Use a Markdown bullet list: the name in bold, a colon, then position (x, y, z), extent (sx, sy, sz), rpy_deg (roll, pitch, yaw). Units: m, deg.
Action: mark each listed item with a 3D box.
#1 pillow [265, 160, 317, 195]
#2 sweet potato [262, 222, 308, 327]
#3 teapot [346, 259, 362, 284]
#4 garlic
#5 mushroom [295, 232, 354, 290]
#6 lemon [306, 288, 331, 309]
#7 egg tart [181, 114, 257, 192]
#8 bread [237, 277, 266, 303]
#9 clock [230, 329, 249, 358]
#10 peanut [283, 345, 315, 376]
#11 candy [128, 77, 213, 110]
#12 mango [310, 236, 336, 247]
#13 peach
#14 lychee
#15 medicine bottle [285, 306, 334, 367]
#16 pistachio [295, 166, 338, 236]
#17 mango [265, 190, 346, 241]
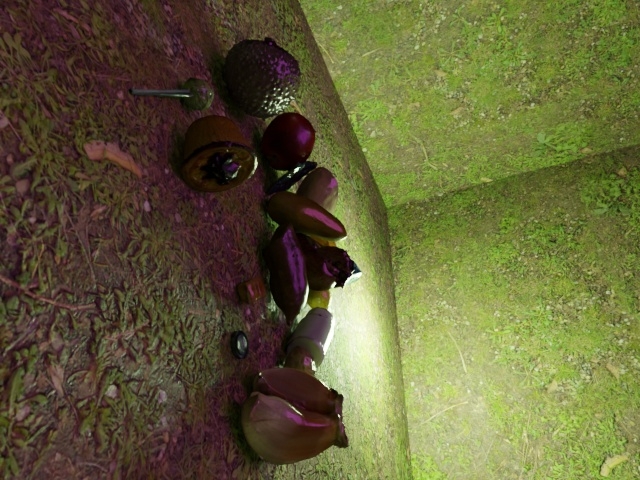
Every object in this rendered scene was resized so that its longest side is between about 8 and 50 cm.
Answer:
- **pillow**: position (-0.113, -0.257, 2.007), extent (0.034, 0.189, 0.255), rpy_deg (51, 19, 4)
- **sweet potato**: position (-0.115, 0.117, 1.762), extent (0.158, 0.158, 0.369), rpy_deg (8, 67, -72)
- **teapot**: position (0.117, 0.145, 2.491), extent (0.232, 0.159, 0.159), rpy_deg (88, -7, -75)
- **garlic**: position (-0.087, 0.498, 1.439), extent (0.249, 0.313, 0.286), rpy_deg (131, -30, -55)
- **mushroom**: position (-0.010, 0.097, 1.939), extent (0.263, 0.283, 0.195), rpy_deg (19, 91, -76)
- **lemon**: position (-0.007, 0.240, 2.074), extent (0.133, 0.109, 0.109), rpy_deg (51, 27, -24)
- **egg tart**: position (-0.297, -0.245, 1.406), extent (0.215, 0.215, 0.170), rpy_deg (45, 20, -59)
- **bread**: position (-0.214, 0.157, 1.572), extent (0.132, 0.053, 0.074), rpy_deg (-8, 85, -75)
- **clock**: position (-0.236, 0.305, 1.450), extent (0.085, 0.017, 0.085), rpy_deg (-14, 90, -73)
- **peanut**: position (-0.061, 0.504, 1.659), extent (0.120, 0.136, 0.298), rpy_deg (2, 69, -31)
- **candy**: position (-0.411, -0.412, 1.383), extent (0.335, 0.092, 0.093), rpy_deg (-32, 144, -65)
- **mango**: position (0.000, 0.000, 2.244), extent (0.154, 0.126, 0.252), rpy_deg (34, 43, -77)
- **peach**: position (-0.124, -0.396, 1.999), extent (0.199, 0.243, 0.243), rpy_deg (36, 10, 14)
- **lychee**: position (-0.218, -0.592, 1.801), extent (0.300, 0.300, 0.300), rpy_deg (-14, 90, -73)
- **medicine bottle**: position (-0.030, 0.358, 1.850), extent (0.258, 0.143, 0.143), rpy_deg (-59, 133, -67)
- **pistachio**: position (-0.024, -0.160, 2.112), extent (0.299, 0.188, 0.187), rpy_deg (-66, 168, 12)
- **mango**: position (-0.060, -0.090, 1.936), extent (0.332, 0.142, 0.195), rpy_deg (25, 1, -30)
